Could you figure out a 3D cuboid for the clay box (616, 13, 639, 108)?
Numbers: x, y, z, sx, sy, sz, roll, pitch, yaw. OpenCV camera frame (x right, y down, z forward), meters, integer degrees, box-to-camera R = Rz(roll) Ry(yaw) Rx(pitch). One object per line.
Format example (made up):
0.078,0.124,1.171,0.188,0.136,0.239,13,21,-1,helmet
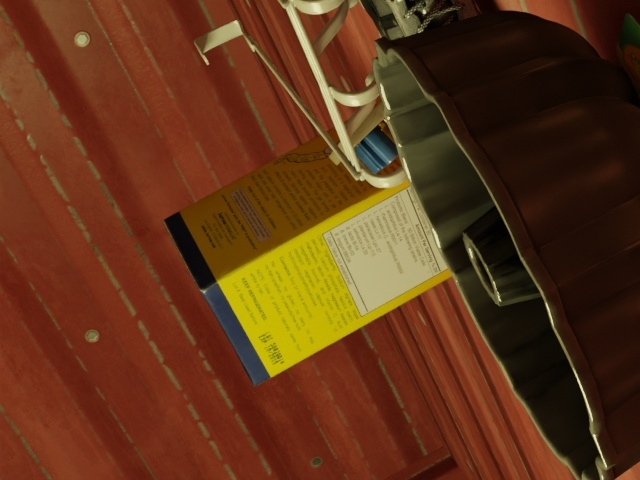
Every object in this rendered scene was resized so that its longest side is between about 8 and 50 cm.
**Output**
0.241,-0.045,0.821,0.127,0.053,0.222,60,175,31,clay box

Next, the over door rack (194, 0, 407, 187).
-0.034,-0.217,1.192,0.324,0.108,0.239,41,163,40,over door rack

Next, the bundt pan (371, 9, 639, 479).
0.159,-0.007,0.854,0.331,0.124,0.331,64,177,7,bundt pan

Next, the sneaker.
0.094,-0.205,1.131,0.268,0.101,0.153,61,179,29,sneaker

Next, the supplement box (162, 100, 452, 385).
0.000,0.000,1.779,0.195,0.356,0.194,55,172,52,supplement box

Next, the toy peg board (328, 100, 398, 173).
0.098,-0.122,1.337,0.079,0.160,0.161,46,175,-1,toy peg board
